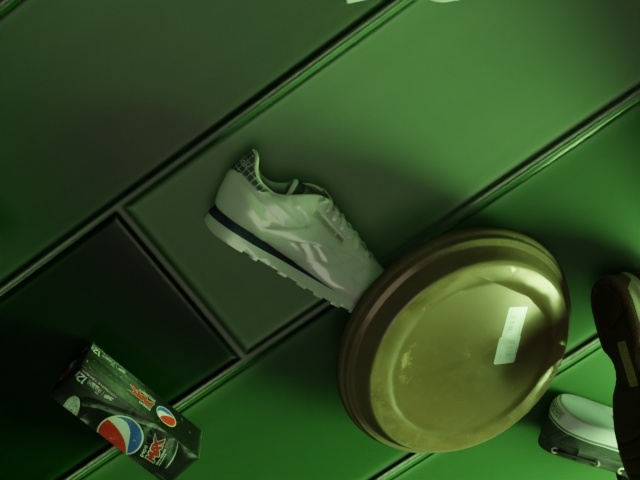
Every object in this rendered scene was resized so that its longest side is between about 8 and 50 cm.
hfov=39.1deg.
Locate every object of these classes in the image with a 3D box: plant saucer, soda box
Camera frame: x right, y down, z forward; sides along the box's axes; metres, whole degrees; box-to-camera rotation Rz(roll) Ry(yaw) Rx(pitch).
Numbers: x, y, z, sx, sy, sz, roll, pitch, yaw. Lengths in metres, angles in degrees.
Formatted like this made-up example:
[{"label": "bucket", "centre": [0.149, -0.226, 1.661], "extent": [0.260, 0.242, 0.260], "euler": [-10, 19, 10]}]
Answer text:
[{"label": "plant saucer", "centre": [0.151, 0.117, 0.951], "extent": [0.278, 0.041, 0.278], "euler": [-9, 118, -18]}, {"label": "soda box", "centre": [-0.210, 0.191, 0.989], "extent": [0.169, 0.060, 0.053], "euler": [43, 103, -16]}]

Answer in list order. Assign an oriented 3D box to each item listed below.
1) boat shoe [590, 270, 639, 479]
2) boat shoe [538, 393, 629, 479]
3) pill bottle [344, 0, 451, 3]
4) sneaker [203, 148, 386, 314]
[{"label": "boat shoe", "centre": [0.370, 0.157, 0.960], "extent": [0.095, 0.095, 0.257], "euler": [-8, 86, -21]}, {"label": "boat shoe", "centre": [0.357, 0.251, 1.036], "extent": [0.228, 0.080, 0.076], "euler": [20, 113, -9]}, {"label": "pill bottle", "centre": [0.151, -0.305, 0.780], "extent": [0.301, 0.169, 0.169], "euler": [-14, 109, 2]}, {"label": "sneaker", "centre": [0.000, 0.000, 0.925], "extent": [0.235, 0.090, 0.095], "euler": [30, 96, -14]}]
